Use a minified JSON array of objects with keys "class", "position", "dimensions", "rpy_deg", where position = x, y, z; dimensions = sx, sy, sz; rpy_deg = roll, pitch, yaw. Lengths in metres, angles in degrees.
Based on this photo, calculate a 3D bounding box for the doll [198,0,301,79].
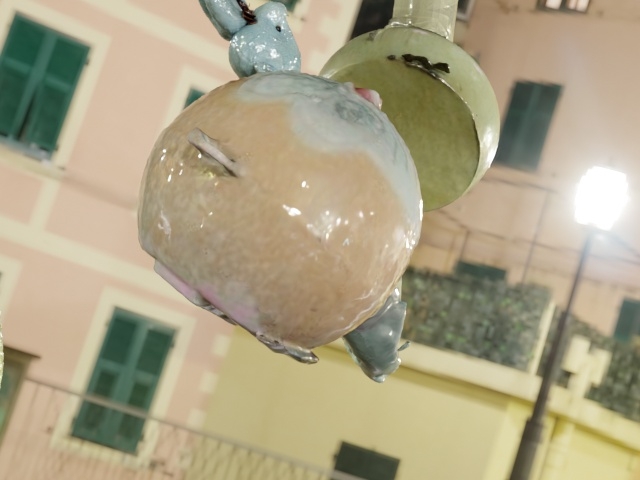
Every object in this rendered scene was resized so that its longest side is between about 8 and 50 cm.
[{"class":"doll","position":[-0.073,-0.226,1.252],"dimensions":[0.075,0.180,0.120],"rpy_deg":[-29,0,15]}]

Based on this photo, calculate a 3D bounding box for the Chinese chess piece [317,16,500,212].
[{"class":"Chinese chess piece","position":[0.099,-0.142,1.478],"dimensions":[0.237,0.092,0.238],"rpy_deg":[13,-50,15]}]

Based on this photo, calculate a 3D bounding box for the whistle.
[{"class":"whistle","position":[0.000,0.000,0.853],"dimensions":[0.189,0.189,0.348],"rpy_deg":[14,-17,25]}]

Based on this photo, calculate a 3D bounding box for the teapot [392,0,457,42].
[{"class":"teapot","position":[0.126,-0.277,1.609],"dimensions":[0.077,0.200,0.107],"rpy_deg":[13,16,26]}]

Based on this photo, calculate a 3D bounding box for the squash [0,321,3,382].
[{"class":"squash","position":[-0.321,0.110,1.015],"dimensions":[0.133,0.220,0.220],"rpy_deg":[23,-9,-11]}]
